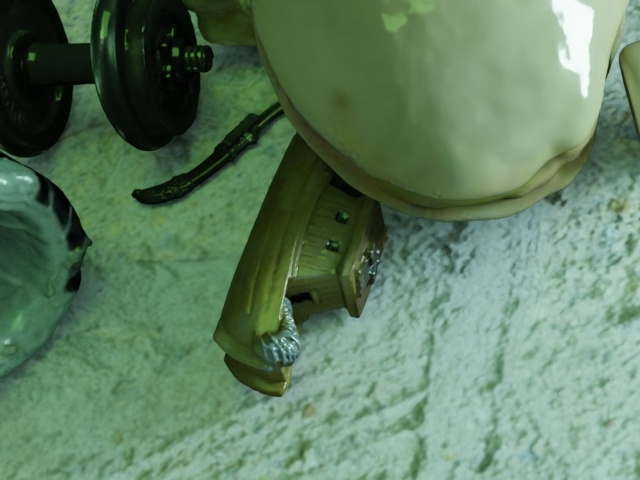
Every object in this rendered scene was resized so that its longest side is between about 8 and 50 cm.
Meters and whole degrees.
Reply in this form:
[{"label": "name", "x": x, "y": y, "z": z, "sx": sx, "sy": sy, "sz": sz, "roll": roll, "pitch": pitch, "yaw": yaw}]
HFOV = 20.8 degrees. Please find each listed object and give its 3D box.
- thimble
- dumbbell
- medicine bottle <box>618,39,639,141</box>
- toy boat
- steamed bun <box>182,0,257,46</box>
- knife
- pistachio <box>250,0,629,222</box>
[{"label": "thimble", "x": -0.346, "y": 0.023, "z": 1.654, "sx": 0.150, "sy": 0.237, "sz": 0.237, "roll": 27, "pitch": 66, "yaw": 39}, {"label": "dumbbell", "x": -0.248, "y": -0.182, "z": 1.793, "sx": 0.290, "sy": 0.192, "sz": 0.192, "roll": -1, "pitch": 53, "yaw": 20}, {"label": "medicine bottle", "x": 0.403, "y": -0.156, "z": 1.572, "sx": 0.252, "sy": 0.114, "sz": 0.114, "roll": -16, "pitch": 49, "yaw": 9}, {"label": "toy boat", "x": 0.000, "y": 0.000, "z": 1.621, "sx": 0.121, "sy": 0.089, "sz": 0.321, "roll": 8, "pitch": 54, "yaw": 20}, {"label": "steamed bun", "x": -0.046, "y": -0.277, "z": 1.854, "sx": 0.177, "sy": 0.106, "sz": 0.192, "roll": 7, "pitch": 57, "yaw": 21}, {"label": "knife", "x": -0.093, "y": -0.097, "z": 1.778, "sx": 0.222, "sy": 0.021, "sz": 0.045, "roll": -33, "pitch": 46, "yaw": -6}, {"label": "pistachio", "x": 0.115, "y": -0.227, "z": 1.621, "sx": 0.365, "sy": 0.281, "sz": 0.445, "roll": -7, "pitch": 66, "yaw": -8}]
